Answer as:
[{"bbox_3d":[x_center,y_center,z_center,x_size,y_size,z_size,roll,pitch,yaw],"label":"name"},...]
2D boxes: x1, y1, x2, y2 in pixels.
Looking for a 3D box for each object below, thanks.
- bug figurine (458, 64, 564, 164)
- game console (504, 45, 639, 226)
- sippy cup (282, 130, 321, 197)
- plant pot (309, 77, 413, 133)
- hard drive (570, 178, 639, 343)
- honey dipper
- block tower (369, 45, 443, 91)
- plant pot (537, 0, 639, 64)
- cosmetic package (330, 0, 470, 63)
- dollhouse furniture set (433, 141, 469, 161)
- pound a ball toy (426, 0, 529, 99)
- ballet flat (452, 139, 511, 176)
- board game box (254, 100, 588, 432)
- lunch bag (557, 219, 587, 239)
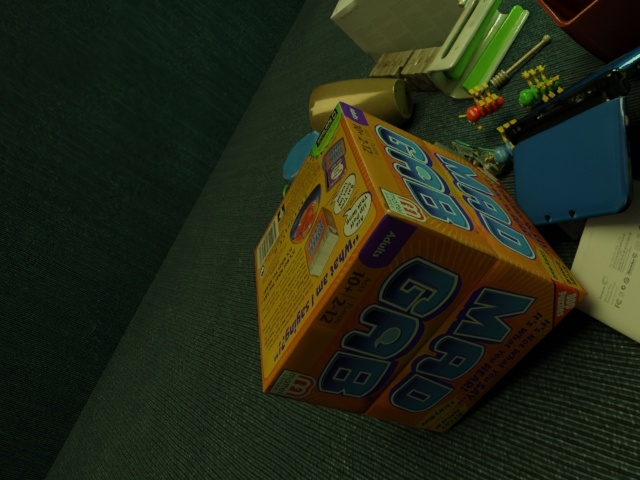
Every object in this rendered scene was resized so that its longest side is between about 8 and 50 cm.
[{"bbox_3d":[0.419,-0.260,1.115,0.216,0.072,0.279,-24,36,15],"label":"bug figurine"},{"bbox_3d":[0.437,-0.165,0.843,0.250,0.173,0.293,-33,2,-9],"label":"game console"},{"bbox_3d":[0.020,-0.188,1.533,0.305,0.224,0.240,-49,30,13],"label":"sippy cup"},{"bbox_3d":[0.136,-0.389,1.590,0.254,0.237,0.237,-11,51,36],"label":"plant pot"},{"bbox_3d":[0.472,0.047,0.688,0.319,0.040,0.210,-137,55,-64],"label":"hard drive"},{"bbox_3d":[0.479,-0.431,1.274,0.161,0.030,0.030,-42,32,22],"label":"honey dipper"},{"bbox_3d":[0.281,-0.507,1.595,0.091,0.097,0.335,-57,30,-1],"label":"block tower"},{"bbox_3d":[0.556,-0.466,0.961,0.267,0.236,0.267,-38,39,29],"label":"plant pot"},{"bbox_3d":[0.257,-0.695,1.621,0.377,0.284,0.097,-13,50,51],"label":"cosmetic package"},{"bbox_3d":[0.226,-0.131,1.237,0.160,0.101,0.182,-68,19,-4],"label":"dollhouse furniture set"},{"bbox_3d":[0.382,-0.555,1.365,0.319,0.208,0.136,-60,29,-4],"label":"pound a ball toy"},{"bbox_3d":[0.347,-0.183,1.196,0.070,0.070,0.188,-54,25,4],"label":"ballet flat"},{"bbox_3d":[0.125,0.049,0.914,0.356,0.356,0.356,-57,25,28],"label":"board game box"},{"bbox_3d":[0.431,-0.053,0.919,0.053,0.071,0.083,-7,56,56],"label":"lunch bag"}]
